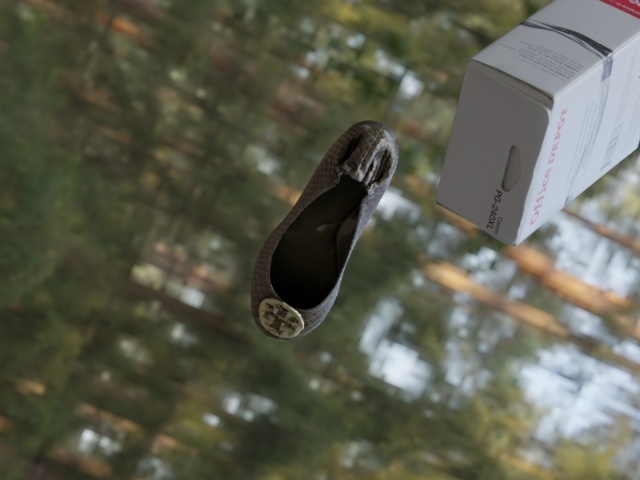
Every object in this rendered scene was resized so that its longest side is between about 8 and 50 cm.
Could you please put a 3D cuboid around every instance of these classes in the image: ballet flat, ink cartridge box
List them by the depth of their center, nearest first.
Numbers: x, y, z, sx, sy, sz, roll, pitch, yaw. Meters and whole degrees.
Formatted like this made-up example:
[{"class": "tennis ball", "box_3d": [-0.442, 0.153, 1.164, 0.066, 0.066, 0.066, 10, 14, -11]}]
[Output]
[{"class": "ink cartridge box", "box_3d": [0.141, -0.080, 1.190, 0.150, 0.063, 0.109, -35, 147, -43]}, {"class": "ballet flat", "box_3d": [0.000, 0.000, 1.800, 0.250, 0.084, 0.058, -59, -175, 31]}]
